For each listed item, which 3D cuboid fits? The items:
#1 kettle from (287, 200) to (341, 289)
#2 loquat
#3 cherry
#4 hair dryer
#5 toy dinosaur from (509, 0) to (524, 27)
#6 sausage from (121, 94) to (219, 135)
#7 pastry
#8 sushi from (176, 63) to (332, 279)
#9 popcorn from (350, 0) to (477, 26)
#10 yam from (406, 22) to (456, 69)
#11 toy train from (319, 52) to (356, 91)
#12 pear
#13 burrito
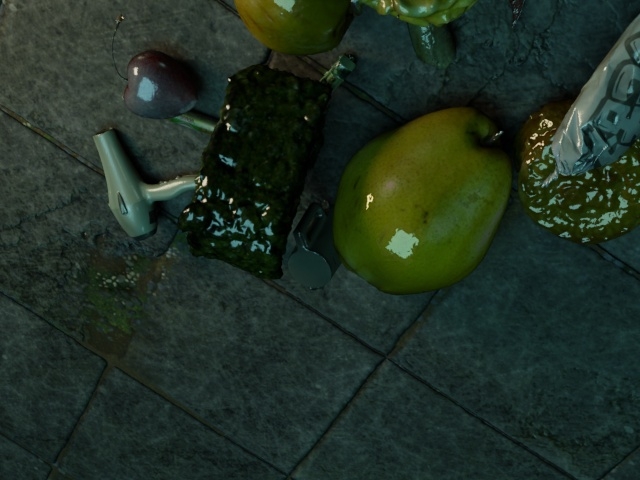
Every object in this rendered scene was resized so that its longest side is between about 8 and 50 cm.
[{"bbox_3d":[0.005,0.003,1.981,0.098,0.148,0.127,24,129,8],"label":"kettle"},{"bbox_3d":[-0.054,-0.408,1.678,0.246,0.213,0.213,33,131,10],"label":"loquat"},{"bbox_3d":[-0.289,-0.302,1.918,0.148,0.115,0.188,34,128,24],"label":"cherry"},{"bbox_3d":[-0.332,-0.147,2.090,0.267,0.092,0.229,-33,101,23],"label":"hair dryer"},{"bbox_3d":[0.276,-0.429,1.623,0.108,0.032,0.220,1,122,27],"label":"toy dinosaur"},{"bbox_3d":[-0.253,-0.230,2.003,0.269,0.033,0.033,20,130,10],"label":"sausage"},{"bbox_3d":[0.432,-0.125,1.722,0.240,0.132,0.235,40,120,-14],"label":"pastry"},{"bbox_3d":[-0.103,-0.112,1.817,0.178,0.352,0.294,17,160,3],"label":"sushi"},{"bbox_3d":[0.133,-0.424,1.541,0.249,0.225,0.249,55,169,17],"label":"popcorn"},{"bbox_3d":[0.171,-0.348,1.707,0.069,0.070,0.146,-3,123,26],"label":"yam"},{"bbox_3d":[0.028,-0.285,1.824,0.033,0.053,0.083,40,129,-8],"label":"toy train"},{"bbox_3d":[0.166,-0.069,1.785,0.284,0.285,0.336,20,115,10],"label":"pear"},{"bbox_3d":[0.472,-0.246,1.541,0.139,0.101,0.445,24,110,-33],"label":"burrito"}]
